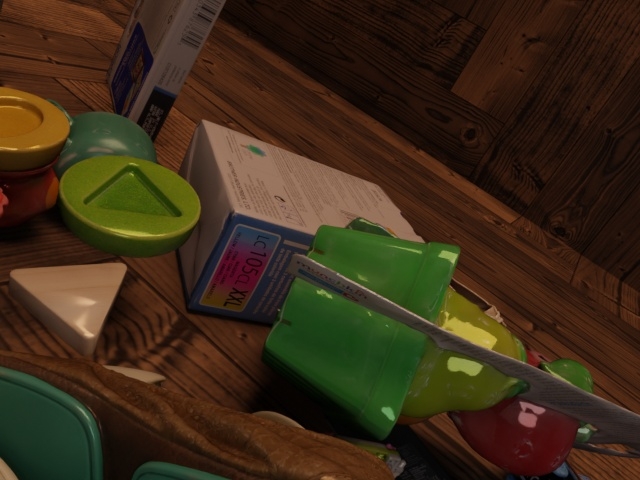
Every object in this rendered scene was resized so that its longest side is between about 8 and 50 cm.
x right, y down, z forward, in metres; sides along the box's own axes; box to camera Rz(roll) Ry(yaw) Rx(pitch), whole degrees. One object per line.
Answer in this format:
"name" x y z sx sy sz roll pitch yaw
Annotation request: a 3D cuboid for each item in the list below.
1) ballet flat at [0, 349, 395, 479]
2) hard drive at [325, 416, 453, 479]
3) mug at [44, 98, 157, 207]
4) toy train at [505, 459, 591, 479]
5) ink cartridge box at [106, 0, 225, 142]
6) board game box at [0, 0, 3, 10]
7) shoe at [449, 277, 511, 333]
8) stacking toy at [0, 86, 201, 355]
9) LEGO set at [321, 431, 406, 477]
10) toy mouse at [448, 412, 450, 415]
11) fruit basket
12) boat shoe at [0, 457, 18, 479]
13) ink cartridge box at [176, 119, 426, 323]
"ballet flat" -0.106 0.137 0.369 0.343 0.116 0.124 6 7 22
"hard drive" 0.078 0.230 0.599 0.094 0.022 0.135 4 34 -45
"mug" -0.281 -0.085 0.687 0.158 0.129 0.097 14 30 -26
"toy train" 0.283 0.309 0.618 0.105 0.080 0.184 29 19 -27
"ink cartridge box" -0.298 -0.367 1.028 0.072 0.303 0.307 18 26 -34
"board game box" -0.590 -0.336 0.718 0.304 0.223 0.097 18 24 -24
"shoe" 0.269 0.125 0.997 0.219 0.058 0.077 38 24 18
"stacking toy" -0.281 0.004 0.517 0.280 0.130 0.308 23 34 -3
"LEGO set" -0.016 0.217 0.404 0.287 0.107 0.132 7 32 -43
"toy mouse" 0.192 0.210 0.764 0.143 0.031 0.161 15 27 -31
"fruit basket" 0.127 0.114 0.508 0.353 0.165 0.327 19 -17 -1
"boat shoe" -0.183 0.188 0.263 0.319 0.099 0.116 38 -3 13
"ink cartridge box" 0.000 0.000 0.818 0.396 0.151 0.270 15 28 -29
